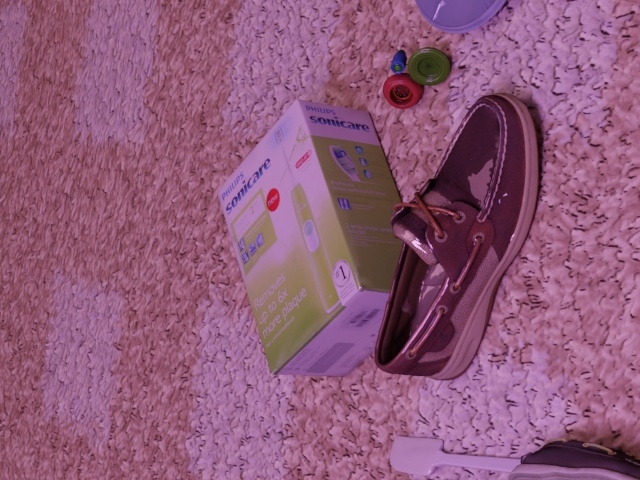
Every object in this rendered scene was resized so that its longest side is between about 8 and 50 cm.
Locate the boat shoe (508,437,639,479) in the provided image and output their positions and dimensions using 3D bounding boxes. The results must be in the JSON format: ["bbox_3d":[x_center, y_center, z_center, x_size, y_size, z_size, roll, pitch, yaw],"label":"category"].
[{"bbox_3d":[0.286,0.236,1.434,0.228,0.069,0.081,0,126,53],"label":"boat shoe"}]

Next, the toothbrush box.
[{"bbox_3d":[0.000,0.000,1.816,0.206,0.122,0.283,-45,50,40],"label":"toothbrush box"}]

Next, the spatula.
[{"bbox_3d":[0.137,0.305,1.634,0.242,0.019,0.168,-3,56,52],"label":"spatula"}]

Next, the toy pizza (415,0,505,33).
[{"bbox_3d":[0.177,-0.341,1.697,0.201,0.032,0.201,-7,81,52],"label":"toy pizza"}]

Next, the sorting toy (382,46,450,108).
[{"bbox_3d":[0.113,-0.206,1.757,0.102,0.061,0.042,-42,19,34],"label":"sorting toy"}]

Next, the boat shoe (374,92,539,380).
[{"bbox_3d":[0.140,-0.003,1.623,0.123,0.123,0.342,38,115,49],"label":"boat shoe"}]
